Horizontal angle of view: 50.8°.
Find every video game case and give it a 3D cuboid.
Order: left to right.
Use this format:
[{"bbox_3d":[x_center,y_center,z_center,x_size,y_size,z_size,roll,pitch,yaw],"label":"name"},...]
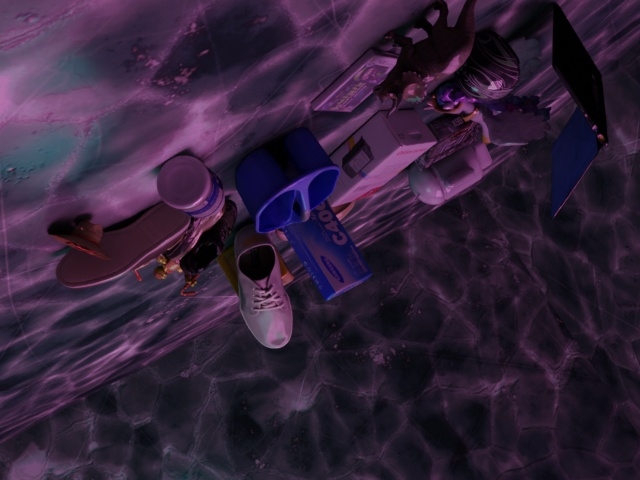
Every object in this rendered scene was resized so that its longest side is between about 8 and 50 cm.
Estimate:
[{"bbox_3d":[0.089,-0.360,1.538,0.190,0.022,0.173,-37,168,30],"label":"video game case"}]

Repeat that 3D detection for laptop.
[{"bbox_3d":[0.641,-0.354,1.842,0.236,0.408,0.382,-26,-153,35],"label":"laptop"}]

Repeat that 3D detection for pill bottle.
[{"bbox_3d":[-0.269,-0.107,1.445,0.112,0.112,0.186,-32,171,1],"label":"pill bottle"}]

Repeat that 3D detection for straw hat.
[{"bbox_3d":[-0.484,-0.011,1.395,0.144,0.144,0.061,98,13,-77],"label":"straw hat"}]

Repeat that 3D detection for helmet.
[{"bbox_3d":[0.433,-0.443,1.752,0.169,0.161,0.169,-30,170,-6],"label":"helmet"}]

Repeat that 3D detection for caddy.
[{"bbox_3d":[-0.078,-0.130,1.712,0.241,0.179,0.341,-30,170,-12],"label":"caddy"}]

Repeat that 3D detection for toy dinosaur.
[{"bbox_3d":[0.237,-0.395,1.412,0.313,0.160,0.121,-32,170,8],"label":"toy dinosaur"}]

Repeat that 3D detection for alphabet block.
[{"bbox_3d":[-0.226,0.096,2.351,0.193,0.192,0.197,-33,171,-2],"label":"alphabet block"}]

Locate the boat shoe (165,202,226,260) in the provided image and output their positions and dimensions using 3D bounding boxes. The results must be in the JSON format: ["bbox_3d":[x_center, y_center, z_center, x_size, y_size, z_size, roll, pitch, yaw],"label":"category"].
[{"bbox_3d":[-0.332,-0.039,1.706,0.073,0.080,0.223,33,117,-31],"label":"boat shoe"}]

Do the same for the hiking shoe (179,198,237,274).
[{"bbox_3d":[-0.272,-0.004,1.750,0.114,0.086,0.227,9,-113,58],"label":"hiking shoe"}]

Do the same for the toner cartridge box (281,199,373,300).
[{"bbox_3d":[0.000,0.000,2.088,0.165,0.347,0.075,-25,167,-37],"label":"toner cartridge box"}]

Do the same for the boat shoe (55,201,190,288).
[{"bbox_3d":[-0.444,0.020,1.547,0.324,0.116,0.096,-34,169,-22],"label":"boat shoe"}]

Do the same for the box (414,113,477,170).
[{"bbox_3d":[0.472,-0.383,2.414,0.242,0.076,0.307,-30,170,-10],"label":"box"}]

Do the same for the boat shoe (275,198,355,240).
[{"bbox_3d":[-0.017,-0.093,2.297,0.302,0.109,0.098,-25,171,-5],"label":"boat shoe"}]

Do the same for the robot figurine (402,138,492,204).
[{"bbox_3d":[0.496,-0.274,2.665,0.353,0.199,0.300,-32,-161,-3],"label":"robot figurine"}]

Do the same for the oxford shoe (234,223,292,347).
[{"bbox_3d":[-0.185,0.167,2.175,0.169,0.449,0.130,-14,-156,-11],"label":"oxford shoe"}]

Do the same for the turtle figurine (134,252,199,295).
[{"bbox_3d":[-0.384,0.046,1.873,0.217,0.087,0.269,-40,140,8],"label":"turtle figurine"}]

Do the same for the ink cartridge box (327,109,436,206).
[{"bbox_3d":[0.158,-0.245,1.994,0.306,0.131,0.226,-40,166,35],"label":"ink cartridge box"}]

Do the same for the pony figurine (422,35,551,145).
[{"bbox_3d":[0.529,-0.396,1.988,0.351,0.302,0.363,-6,171,41],"label":"pony figurine"}]
